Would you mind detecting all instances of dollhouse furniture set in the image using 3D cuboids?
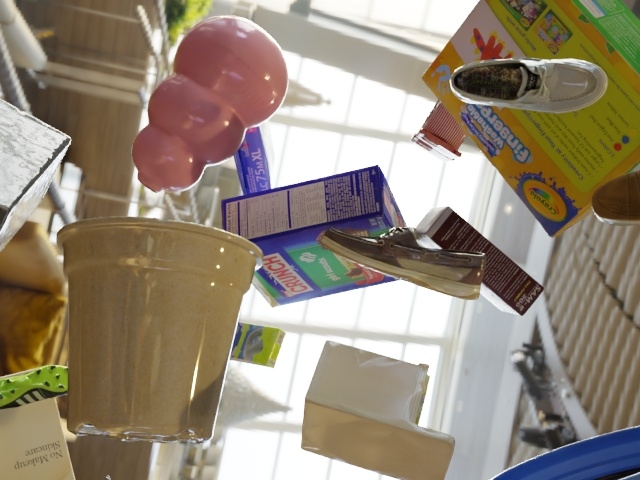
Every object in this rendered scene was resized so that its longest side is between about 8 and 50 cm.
[{"bbox_3d":[0.427,-0.240,2.010,0.201,0.374,0.152,-60,-176,-3],"label":"dollhouse furniture set"}]

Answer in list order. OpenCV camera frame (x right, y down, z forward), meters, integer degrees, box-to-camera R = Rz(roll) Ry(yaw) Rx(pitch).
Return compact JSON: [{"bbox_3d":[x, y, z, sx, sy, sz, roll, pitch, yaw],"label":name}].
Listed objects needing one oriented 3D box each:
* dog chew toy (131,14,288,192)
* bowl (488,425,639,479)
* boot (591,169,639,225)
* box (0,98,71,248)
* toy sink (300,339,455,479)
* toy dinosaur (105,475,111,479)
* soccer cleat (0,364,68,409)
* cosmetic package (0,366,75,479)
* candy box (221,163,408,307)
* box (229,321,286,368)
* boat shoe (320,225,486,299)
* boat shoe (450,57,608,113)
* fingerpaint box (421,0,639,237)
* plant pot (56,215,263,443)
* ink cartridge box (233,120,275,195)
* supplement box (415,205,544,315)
[{"bbox_3d":[-0.203,-0.226,1.464,0.332,0.206,0.206,-55,179,-11],"label":"dog chew toy"},{"bbox_3d":[0.438,0.378,1.317,0.391,0.391,0.077,118,-47,-77],"label":"bowl"},{"bbox_3d":[0.594,-0.043,1.407,0.203,0.261,0.095,51,31,-58],"label":"boot"},{"bbox_3d":[-0.775,-0.145,1.842,0.212,0.293,0.395,-55,-168,26],"label":"box"},{"bbox_3d":[0.099,0.271,1.327,0.153,0.234,0.131,94,14,-47],"label":"toy sink"},{"bbox_3d":[-0.575,0.626,1.959,0.295,0.200,0.127,31,39,-61],"label":"toy dinosaur"},{"bbox_3d":[-0.527,0.270,1.534,0.072,0.178,0.060,-47,-120,43],"label":"soccer cleat"},{"bbox_3d":[-0.592,0.421,1.659,0.113,0.160,0.310,-26,-101,52],"label":"cosmetic package"},{"bbox_3d":[0.000,0.000,1.643,0.268,0.317,0.122,56,27,-55],"label":"candy box"},{"bbox_3d":[-0.191,0.286,2.324,0.042,0.178,0.109,46,57,-50],"label":"box"},{"bbox_3d":[0.144,0.020,1.435,0.103,0.285,0.092,-12,120,-83],"label":"boat shoe"},{"bbox_3d":[0.300,-0.227,1.231,0.081,0.227,0.079,-22,115,-70],"label":"boat shoe"},{"bbox_3d":[0.468,-0.296,1.662,0.163,0.445,0.371,-24,161,-39],"label":"fingerpaint box"},{"bbox_3d":[-0.266,0.159,1.330,0.334,0.333,0.306,113,-20,-72],"label":"plant pot"},{"bbox_3d":[-0.140,-0.208,1.739,0.311,0.065,0.186,-86,167,-69],"label":"ink cartridge box"},{"bbox_3d":[0.293,0.038,1.588,0.073,0.239,0.130,-51,-175,-4],"label":"supplement box"}]
